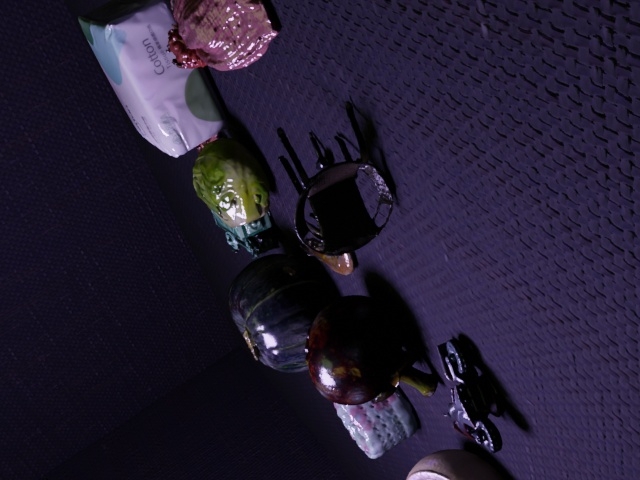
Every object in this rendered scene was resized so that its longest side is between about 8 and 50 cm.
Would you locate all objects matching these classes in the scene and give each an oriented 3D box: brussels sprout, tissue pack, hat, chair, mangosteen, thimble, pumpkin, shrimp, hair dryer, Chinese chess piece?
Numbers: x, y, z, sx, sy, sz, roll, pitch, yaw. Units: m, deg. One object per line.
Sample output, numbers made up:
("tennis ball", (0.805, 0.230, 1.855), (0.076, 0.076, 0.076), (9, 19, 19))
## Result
("brussels sprout", (-0.209, -0.145, 1.980), (0.223, 0.161, 0.223), (27, 137, 28))
("tissue pack", (-0.401, -0.406, 1.959), (0.266, 0.194, 0.356), (33, 152, 55))
("hat", (-0.193, -0.401, 1.469), (0.236, 0.107, 0.286), (57, 141, 4))
("chair", (0.021, -0.089, 1.335), (0.149, 0.174, 0.213), (123, 124, -78))
("mangosteen", (0.110, 0.239, 1.708), (0.289, 0.231, 0.231), (13, 157, 3))
("thimble", (0.133, 0.429, 2.068), (0.211, 0.149, 0.185), (63, 166, -20))
("pumpkin", (-0.092, 0.188, 2.100), (0.323, 0.241, 0.323), (52, 159, 29))
("shrimp", (0.000, 0.000, 1.801), (0.219, 0.046, 0.152), (22, 143, 59))
("hair dryer", (-0.004, -0.164, 1.540), (0.079, 0.031, 0.083), (124, 127, -83))
("Chinese chess piece", (0.301, 0.578, 1.744), (0.270, 0.112, 0.270), (25, 126, 39))

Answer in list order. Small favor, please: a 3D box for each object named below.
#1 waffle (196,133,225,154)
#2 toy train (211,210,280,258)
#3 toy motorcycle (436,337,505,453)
("waffle", (-0.276, -0.218, 2.225), (0.234, 0.055, 0.221), (29, 147, 52))
("toy train", (-0.205, -0.043, 2.256), (0.269, 0.115, 0.154), (28, 139, 62))
("toy motorcycle", (0.266, 0.277, 1.474), (0.213, 0.082, 0.122), (69, 161, 1))
